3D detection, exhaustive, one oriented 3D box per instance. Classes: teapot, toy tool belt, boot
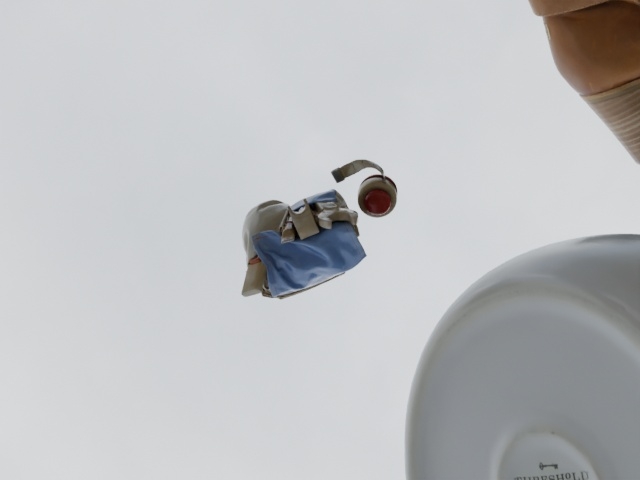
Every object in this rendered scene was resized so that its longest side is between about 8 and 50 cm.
[{"bbox_3d":[0.179,0.107,0.713,0.187,0.252,0.256,-8,-145,-36],"label":"teapot"},{"bbox_3d":[0.000,0.000,0.706,0.052,0.083,0.051,61,-168,-22],"label":"toy tool belt"},{"bbox_3d":[0.306,-0.221,1.172,0.220,0.283,0.109,56,-165,-10],"label":"boot"}]
